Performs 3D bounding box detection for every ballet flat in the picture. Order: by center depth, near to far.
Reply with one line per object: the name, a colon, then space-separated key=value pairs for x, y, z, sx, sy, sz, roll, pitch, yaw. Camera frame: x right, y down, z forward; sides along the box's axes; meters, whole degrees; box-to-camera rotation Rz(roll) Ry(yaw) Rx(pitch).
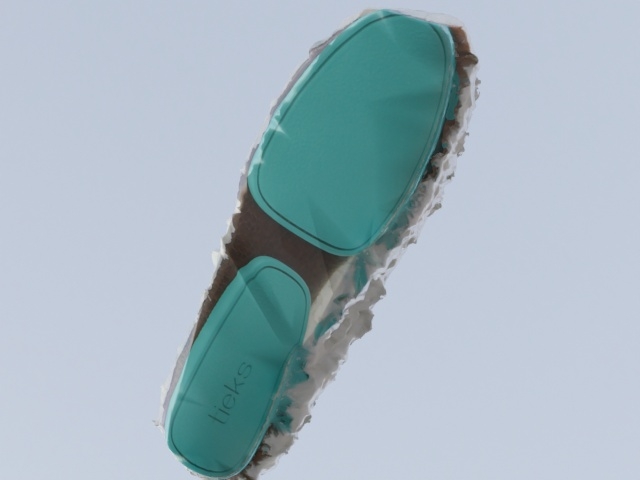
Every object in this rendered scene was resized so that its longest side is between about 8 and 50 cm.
ballet flat: x=0.000 y=0.000 z=1.192 sx=0.147 sy=0.147 sz=0.409 roll=23 pitch=-68 yaw=-17
